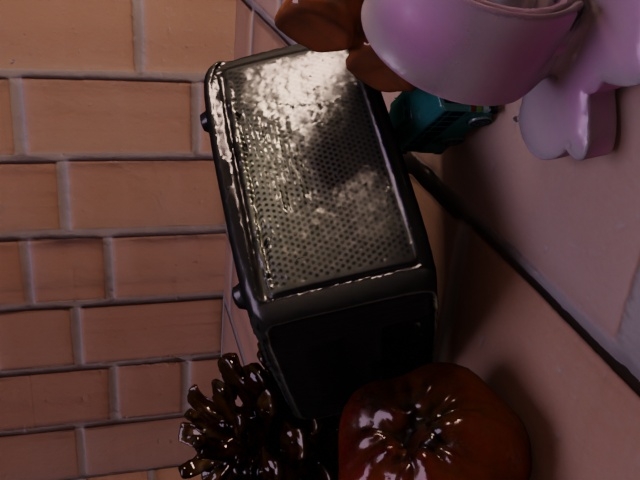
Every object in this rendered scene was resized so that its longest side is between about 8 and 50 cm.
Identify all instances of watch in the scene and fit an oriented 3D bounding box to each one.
[{"bbox_3d":[0.156,-0.197,0.685,0.210,0.218,0.248,110,153,-53],"label":"watch"}]

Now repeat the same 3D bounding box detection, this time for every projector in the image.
[{"bbox_3d":[0.000,0.000,1.036,0.395,0.242,0.405,81,176,-60],"label":"projector"}]

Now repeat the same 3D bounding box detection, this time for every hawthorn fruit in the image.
[{"bbox_3d":[0.132,0.270,0.883,0.260,0.224,0.224,70,-179,-48],"label":"hawthorn fruit"}]

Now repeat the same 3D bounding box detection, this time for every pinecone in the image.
[{"bbox_3d":[-0.075,0.355,1.349,0.398,0.398,0.397,178,90,-73],"label":"pinecone"}]

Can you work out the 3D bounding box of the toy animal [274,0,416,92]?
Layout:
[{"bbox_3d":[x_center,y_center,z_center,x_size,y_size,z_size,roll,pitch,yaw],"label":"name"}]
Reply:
[{"bbox_3d":[0.093,-0.360,0.847,0.191,0.216,0.338,-5,64,62],"label":"toy animal"}]

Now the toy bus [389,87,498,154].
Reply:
[{"bbox_3d":[0.147,-0.166,0.939,0.160,0.092,0.079,142,125,-70],"label":"toy bus"}]
